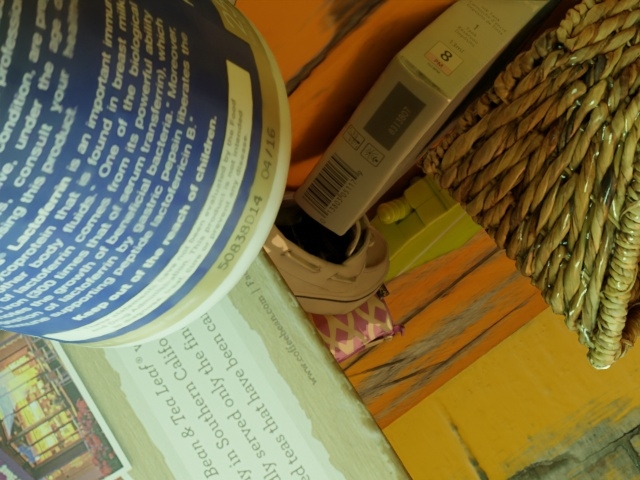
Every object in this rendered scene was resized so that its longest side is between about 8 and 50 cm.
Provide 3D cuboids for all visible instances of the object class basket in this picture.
[{"bbox_3d":[0.268,-0.081,1.025,0.213,0.223,0.299,-47,170,37],"label":"basket"}]

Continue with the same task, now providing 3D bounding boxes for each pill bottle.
[{"bbox_3d":[-0.134,-0.055,0.406,0.153,0.153,0.264,-38,154,16],"label":"pill bottle"}]

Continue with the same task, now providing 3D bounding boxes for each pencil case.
[{"bbox_3d":[-0.007,0.123,1.455,0.206,0.088,0.086,-32,164,-5],"label":"pencil case"}]

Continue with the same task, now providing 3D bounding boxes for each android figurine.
[{"bbox_3d":[0.130,-0.035,1.300,0.273,0.056,0.248,-20,161,-44],"label":"android figurine"}]

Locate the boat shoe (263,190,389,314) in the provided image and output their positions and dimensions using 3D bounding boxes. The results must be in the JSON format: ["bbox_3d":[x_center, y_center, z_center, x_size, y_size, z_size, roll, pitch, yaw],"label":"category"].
[{"bbox_3d":[0.000,0.000,1.071,0.088,0.096,0.267,-35,158,26],"label":"boat shoe"}]

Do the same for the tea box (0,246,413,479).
[{"bbox_3d":[-0.108,0.105,0.681,0.220,0.329,0.323,-32,166,-7],"label":"tea box"}]

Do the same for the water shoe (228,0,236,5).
[{"bbox_3d":[-0.070,-0.148,0.506,0.080,0.073,0.203,-2,160,-9],"label":"water shoe"}]

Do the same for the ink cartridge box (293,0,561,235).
[{"bbox_3d":[0.094,-0.124,0.986,0.232,0.066,0.189,-50,178,-39],"label":"ink cartridge box"}]
